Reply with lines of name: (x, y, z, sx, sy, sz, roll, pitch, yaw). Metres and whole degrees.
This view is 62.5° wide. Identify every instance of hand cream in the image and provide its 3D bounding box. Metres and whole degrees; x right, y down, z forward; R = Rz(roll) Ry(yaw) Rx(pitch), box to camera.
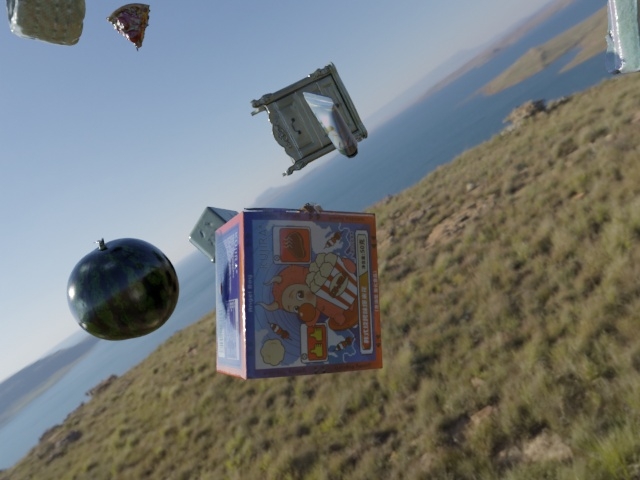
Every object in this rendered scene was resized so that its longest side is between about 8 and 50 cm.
hand cream: (0.038, -0.293, 1.342, 0.055, 0.088, 0.256, -59, -30, -11)

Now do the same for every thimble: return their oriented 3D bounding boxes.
thimble: (-0.833, -0.747, 1.582, 0.195, 0.291, 0.292, -5, -13, -38)

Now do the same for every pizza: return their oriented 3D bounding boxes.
pizza: (-0.430, -0.507, 1.211, 0.099, 0.100, 0.029, -42, 10, 17)

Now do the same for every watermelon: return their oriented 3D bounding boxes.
watermelon: (-0.488, 0.121, 1.320, 0.269, 0.268, 0.269, -34, 7, 5)

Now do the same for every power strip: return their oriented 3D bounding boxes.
power strip: (-0.298, -0.014, 1.745, 0.139, 0.140, 0.224, -57, -23, 12)

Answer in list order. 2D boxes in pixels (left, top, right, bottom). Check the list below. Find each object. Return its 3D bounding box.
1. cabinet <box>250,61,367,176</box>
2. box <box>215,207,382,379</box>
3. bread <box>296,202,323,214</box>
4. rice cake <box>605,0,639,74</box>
cabinet: (-0.050, -0.419, 1.888, 0.318, 0.289, 0.227, -28, 8, -7)
box: (-0.057, 0.124, 1.198, 0.319, 0.348, 0.257, 3, -11, -23)
bread: (0.000, 0.000, 1.587, 0.099, 0.235, 0.210, -29, 4, 8)
rice cake: (0.611, -0.483, 1.078, 0.081, 0.289, 0.051, -8, 4, 42)
